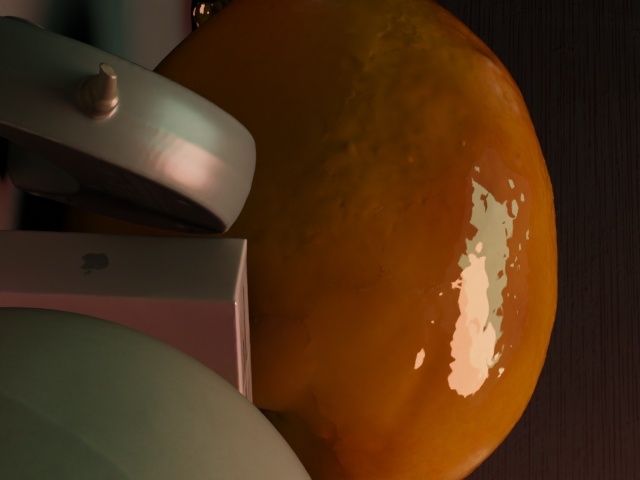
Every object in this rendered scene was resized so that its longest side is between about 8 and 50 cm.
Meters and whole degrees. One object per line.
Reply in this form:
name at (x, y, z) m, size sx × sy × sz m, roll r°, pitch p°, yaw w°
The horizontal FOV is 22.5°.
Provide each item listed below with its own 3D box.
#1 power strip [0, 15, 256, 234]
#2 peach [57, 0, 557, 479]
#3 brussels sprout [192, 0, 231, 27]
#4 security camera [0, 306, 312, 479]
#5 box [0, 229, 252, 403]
power strip at (-0.096, -0.046, 0.692) m, size 0.216 × 0.137 × 0.044 m, roll 82°, pitch 26°, yaw -80°
peach at (0.004, 0.002, 0.931) m, size 0.289 × 0.289 × 0.308 m, roll 87°, pitch 25°, yaw -55°
brussels sprout at (-0.057, -0.214, 1.446) m, size 0.181 × 0.100 × 0.139 m, roll -79°, pitch -176°, yaw -69°
security camera at (-0.083, 0.115, 0.404) m, size 0.236 × 0.195 × 0.194 m, roll -58°, pitch 152°, yaw -64°
box at (-0.098, 0.060, 0.745) m, size 0.051 × 0.129 × 0.130 m, roll -84°, pitch 175°, yaw -53°
